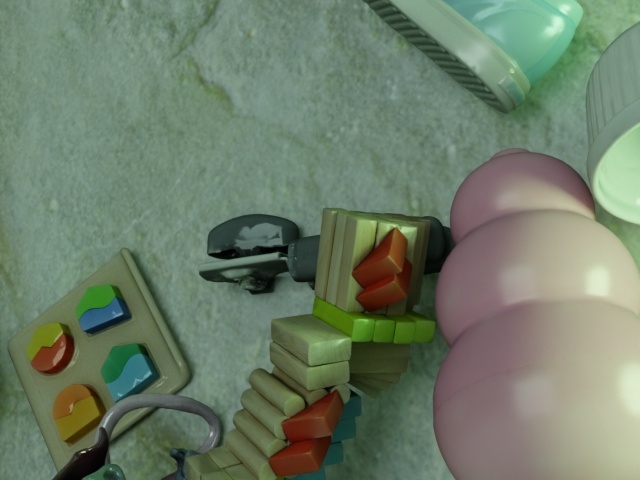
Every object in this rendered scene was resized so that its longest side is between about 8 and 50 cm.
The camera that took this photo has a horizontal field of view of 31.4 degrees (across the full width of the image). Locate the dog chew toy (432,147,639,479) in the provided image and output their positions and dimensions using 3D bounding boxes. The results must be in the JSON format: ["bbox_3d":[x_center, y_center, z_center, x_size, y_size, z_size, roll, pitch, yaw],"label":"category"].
[{"bbox_3d":[0.188,0.068,0.978,0.206,0.206,0.332,-19,58,23],"label":"dog chew toy"}]

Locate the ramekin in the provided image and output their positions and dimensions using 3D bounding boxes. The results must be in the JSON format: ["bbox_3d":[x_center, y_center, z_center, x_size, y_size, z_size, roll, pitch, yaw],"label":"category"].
[{"bbox_3d":[0.321,-0.108,0.955,0.207,0.207,0.109,-19,56,23],"label":"ramekin"}]

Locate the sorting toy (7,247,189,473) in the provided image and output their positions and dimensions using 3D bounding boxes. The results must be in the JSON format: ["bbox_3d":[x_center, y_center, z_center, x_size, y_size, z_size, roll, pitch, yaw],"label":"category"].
[{"bbox_3d":[-0.263,0.136,1.298,0.208,0.038,0.193,-40,60,13],"label":"sorting toy"}]

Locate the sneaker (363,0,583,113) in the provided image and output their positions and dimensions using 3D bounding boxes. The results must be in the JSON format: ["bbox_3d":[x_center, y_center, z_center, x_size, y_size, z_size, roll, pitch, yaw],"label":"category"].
[{"bbox_3d":[0.121,-0.288,1.176,0.150,0.135,0.366,-43,66,1],"label":"sneaker"}]

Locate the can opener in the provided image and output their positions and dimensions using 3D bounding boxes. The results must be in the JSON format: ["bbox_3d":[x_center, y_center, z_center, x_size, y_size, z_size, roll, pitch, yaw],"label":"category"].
[{"bbox_3d":[0.000,0.000,1.172,0.283,0.076,0.095,-10,70,25],"label":"can opener"}]

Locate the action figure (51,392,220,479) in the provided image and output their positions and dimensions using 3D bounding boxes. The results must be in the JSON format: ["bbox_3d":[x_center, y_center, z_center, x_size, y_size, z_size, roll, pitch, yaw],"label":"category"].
[{"bbox_3d":[-0.249,0.357,1.131,0.276,0.248,0.370,-104,34,-60],"label":"action figure"}]

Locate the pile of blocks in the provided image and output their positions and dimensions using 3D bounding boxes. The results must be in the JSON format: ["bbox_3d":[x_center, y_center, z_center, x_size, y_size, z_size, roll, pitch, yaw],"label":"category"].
[{"bbox_3d":[0.013,0.137,1.010,0.362,0.149,0.112,-61,28,-2],"label":"pile of blocks"}]
